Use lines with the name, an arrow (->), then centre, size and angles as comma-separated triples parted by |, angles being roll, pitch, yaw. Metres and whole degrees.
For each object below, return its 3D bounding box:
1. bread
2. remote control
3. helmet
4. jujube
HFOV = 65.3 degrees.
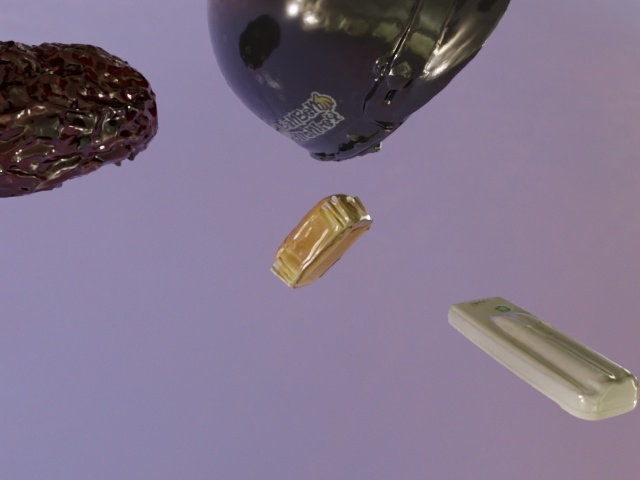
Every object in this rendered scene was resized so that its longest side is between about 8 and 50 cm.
bread -> 0.000, 0.000, 1.141 | 0.107, 0.241, 0.136 | 51, -155, 18
remote control -> 0.243, 0.118, 0.573 | 0.090, 0.049, 0.230 | -8, -162, -18
helmet -> 0.002, -0.194, 0.381 | 0.160, 0.279, 0.230 | 21, -98, -23
jujube -> -0.182, -0.084, 0.323 | 0.104, 0.104, 0.166 | 43, -135, 13
